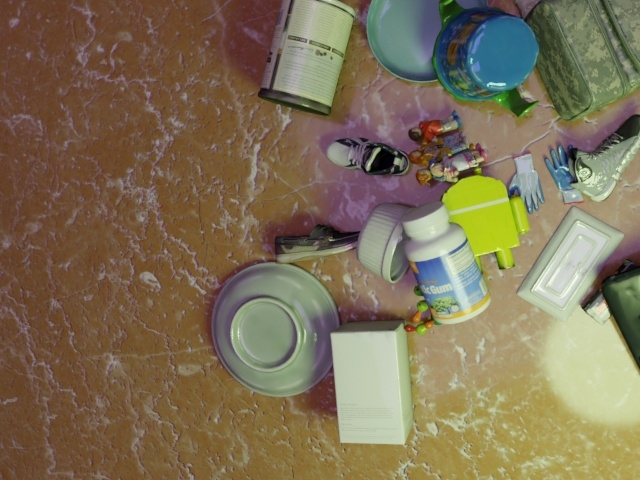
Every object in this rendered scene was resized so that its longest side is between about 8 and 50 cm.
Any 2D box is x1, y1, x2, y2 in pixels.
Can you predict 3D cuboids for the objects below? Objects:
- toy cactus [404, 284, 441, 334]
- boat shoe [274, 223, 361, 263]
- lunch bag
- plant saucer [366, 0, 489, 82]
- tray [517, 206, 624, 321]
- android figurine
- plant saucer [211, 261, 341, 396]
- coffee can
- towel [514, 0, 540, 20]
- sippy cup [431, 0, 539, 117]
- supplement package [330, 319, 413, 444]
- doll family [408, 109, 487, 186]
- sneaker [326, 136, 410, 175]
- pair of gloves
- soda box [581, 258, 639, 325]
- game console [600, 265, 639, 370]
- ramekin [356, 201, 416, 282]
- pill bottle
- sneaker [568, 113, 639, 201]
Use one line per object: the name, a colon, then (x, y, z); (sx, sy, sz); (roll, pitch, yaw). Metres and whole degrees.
toy cactus: (0.327, 0.162, 1.649); (0.181, 0.112, 0.218); (19, 91, -6)
boat shoe: (0.000, 0.000, 1.721); (0.286, 0.103, 0.092); (-13, 92, 20)
lunch bag: (0.660, -0.471, 1.460); (0.256, 0.212, 0.304); (-23, 87, -1)
plant saucer: (0.281, -0.574, 1.638); (0.318, 0.044, 0.317); (1, 93, 15)
tray: (0.634, 0.063, 1.580); (0.145, 0.030, 0.270); (32, 101, 11)
android figurine: (0.402, -0.050, 1.585); (0.249, 0.056, 0.272); (-16, 88, 3)
plant saucer: (-0.143, 0.262, 1.777); (0.401, 0.100, 0.400); (1, 94, 16)
coffee can: (-0.036, -0.491, 1.649); (0.202, 0.201, 0.275); (17, 98, 14)
towel: (0.562, -0.628, 1.563); (0.148, 0.027, 0.110); (-26, 85, 16)
sippy cup: (0.403, -0.445, 1.482); (0.306, 0.224, 0.239); (16, 104, -5)
supplement package: (0.143, 0.370, 1.661); (0.178, 0.175, 0.292); (-4, 92, 17)
doll family: (0.311, -0.209, 1.585); (0.163, 0.262, 0.118); (-21, 132, 3)
sneaker: (0.115, -0.226, 1.647); (0.235, 0.153, 0.094); (21, 97, 14)
pair of gloves: (0.576, -0.155, 1.588); (0.198, 0.023, 0.159); (-11, 90, 15)
soda box: (0.732, 0.129, 1.544); (0.060, 0.053, 0.169); (40, 103, 10)
game console: (0.899, 0.175, 1.421); (0.387, 0.060, 0.341); (-25, 103, 29)
ramekin: (0.179, -0.002, 1.621); (0.109, 0.207, 0.207); (23, 99, 23)
pill bottle: (0.293, 0.050, 1.494); (0.152, 0.152, 0.271); (-22, 104, 16)
sneaker: (0.681, -0.218, 1.506); (0.132, 0.086, 0.228); (24, 100, -4)
